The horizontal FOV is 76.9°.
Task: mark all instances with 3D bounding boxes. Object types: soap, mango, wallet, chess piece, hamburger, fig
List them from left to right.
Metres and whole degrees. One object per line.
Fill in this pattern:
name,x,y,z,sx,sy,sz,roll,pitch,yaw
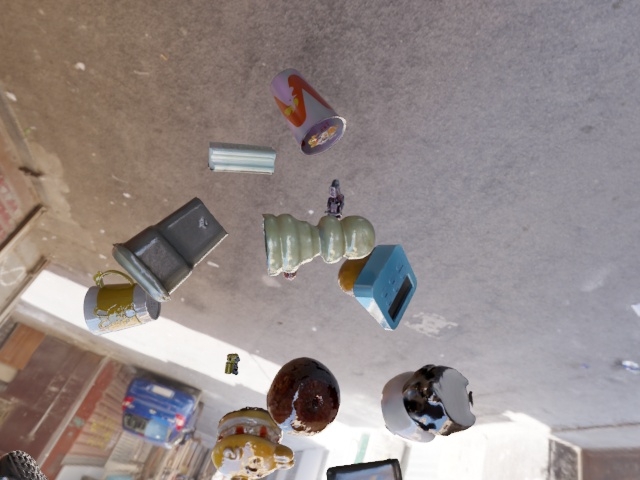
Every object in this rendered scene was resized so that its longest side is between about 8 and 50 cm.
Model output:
soap,-0.310,-0.332,1.596,0.262,0.150,0.094,0,119,-17
hamburger,-0.252,0.785,1.517,0.303,0.186,0.260,6,119,-10
fig,-0.052,0.482,1.255,0.235,0.234,0.214,20,169,4
chess piece,0.000,0.000,0.874,0.244,0.133,0.133,-5,148,-8
mango,0.169,0.108,1.545,0.176,0.254,0.139,4,127,30
wallet,0.144,0.792,1.287,0.246,0.168,0.052,-6,172,-3

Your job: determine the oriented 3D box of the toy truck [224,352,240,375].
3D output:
toy truck,-0.348,0.485,1.592,0.054,0.083,0.049,8,174,-19

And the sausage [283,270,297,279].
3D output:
sausage,-0.129,0.130,1.772,0.059,0.094,0.054,13,-165,-23

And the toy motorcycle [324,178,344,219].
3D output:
toy motorcycle,0.063,-0.172,1.863,0.082,0.122,0.213,5,128,15

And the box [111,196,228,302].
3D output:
box,-0.298,0.007,0.817,0.138,0.178,0.274,51,164,-15

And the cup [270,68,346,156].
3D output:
cup,-0.062,-0.481,1.486,0.288,0.203,0.203,58,153,18

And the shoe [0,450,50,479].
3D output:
shoe,-0.673,0.594,0.869,0.132,0.171,0.336,32,137,30

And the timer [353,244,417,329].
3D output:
timer,0.249,0.164,1.404,0.091,0.231,0.250,-2,137,48

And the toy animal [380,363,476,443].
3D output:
toy animal,0.318,0.496,1.223,0.213,0.212,0.267,32,139,-15

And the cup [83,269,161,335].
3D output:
cup,-0.728,0.216,1.476,0.226,0.185,0.241,-8,110,-2
